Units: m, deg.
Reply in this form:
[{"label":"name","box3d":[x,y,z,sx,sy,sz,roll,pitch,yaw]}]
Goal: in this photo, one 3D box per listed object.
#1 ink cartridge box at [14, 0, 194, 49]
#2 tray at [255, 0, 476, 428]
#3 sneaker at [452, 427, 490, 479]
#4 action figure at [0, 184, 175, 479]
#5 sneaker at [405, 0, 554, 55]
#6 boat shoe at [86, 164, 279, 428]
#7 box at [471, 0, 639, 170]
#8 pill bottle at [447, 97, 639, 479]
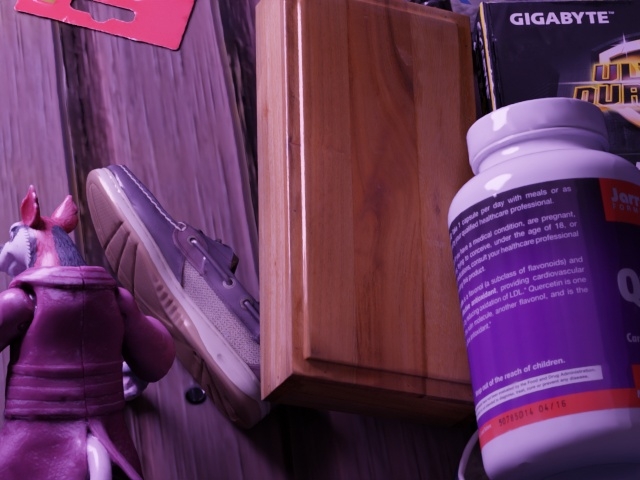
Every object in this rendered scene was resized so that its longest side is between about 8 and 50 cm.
[{"label":"ink cartridge box","box3d":[-0.202,-0.321,1.978,0.181,0.056,0.224,14,60,4]},{"label":"tray","box3d":[0.048,-0.041,1.770,0.203,0.076,0.411,10,61,-23]},{"label":"sneaker","box3d":[0.175,0.177,1.719,0.064,0.086,0.192,30,64,11]},{"label":"action figure","box3d":[-0.225,0.136,1.601,0.248,0.276,0.370,-4,89,-25]},{"label":"sneaker","box3d":[0.162,-0.242,1.955,0.237,0.085,0.086,-13,31,-4]},{"label":"boat shoe","box3d":[-0.115,0.041,1.768,0.092,0.103,0.285,-29,71,-23]},{"label":"box","box3d":[0.321,-0.112,1.852,0.322,0.079,0.257,-1,64,-5]},{"label":"pill bottle","box3d":[0.210,0.048,1.637,0.181,0.181,0.323,-5,70,-7]}]
